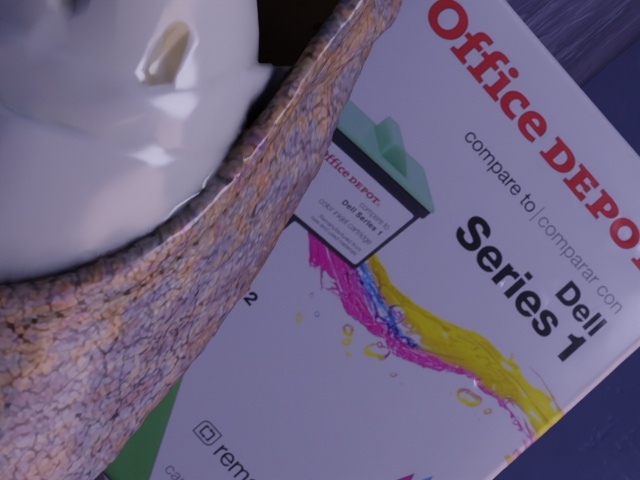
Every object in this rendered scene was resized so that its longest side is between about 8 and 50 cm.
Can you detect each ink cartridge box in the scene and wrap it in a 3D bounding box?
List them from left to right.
[{"bbox_3d":[0.016,0.024,0.928,0.278,0.201,0.117,-42,-175,-3],"label":"ink cartridge box"}]

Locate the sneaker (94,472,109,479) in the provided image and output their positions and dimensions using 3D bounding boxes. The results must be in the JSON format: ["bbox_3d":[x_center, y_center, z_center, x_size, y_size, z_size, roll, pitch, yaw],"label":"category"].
[{"bbox_3d":[-0.199,0.154,1.142,0.153,0.101,0.268,-27,-168,17],"label":"sneaker"}]

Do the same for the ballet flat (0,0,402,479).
[{"bbox_3d":[-0.026,-0.072,0.357,0.316,0.107,0.106,-55,169,-22],"label":"ballet flat"}]
